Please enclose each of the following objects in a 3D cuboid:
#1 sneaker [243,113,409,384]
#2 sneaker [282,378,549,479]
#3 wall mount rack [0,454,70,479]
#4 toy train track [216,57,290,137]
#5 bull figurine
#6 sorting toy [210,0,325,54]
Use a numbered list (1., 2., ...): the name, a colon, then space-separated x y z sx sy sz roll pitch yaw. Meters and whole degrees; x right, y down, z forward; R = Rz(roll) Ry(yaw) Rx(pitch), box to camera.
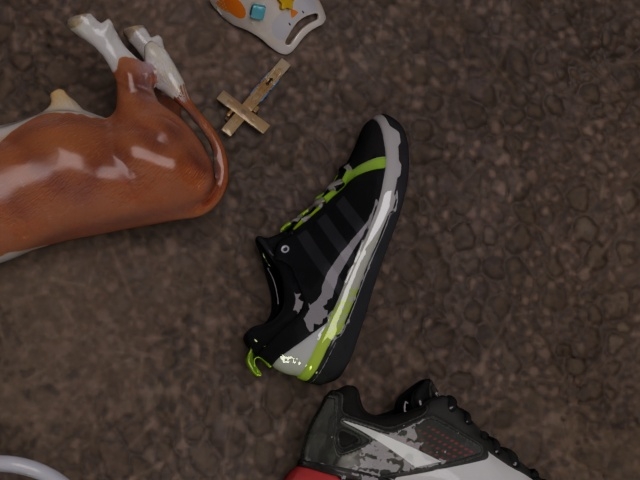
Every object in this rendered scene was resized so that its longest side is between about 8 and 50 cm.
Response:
1. sneaker: 0.000 0.000 1.503 0.097 0.084 0.234 19 77 -8
2. sneaker: 0.110 0.182 1.490 0.276 0.097 0.135 13 80 -9
3. wall mount rack: -0.335 0.226 1.247 0.304 0.130 0.350 38 35 29
4. toy train track: -0.053 -0.115 1.548 0.048 0.014 0.083 38 69 3
5. bull figurine: -0.230 -0.063 1.451 0.310 0.101 0.188 -11 81 -14
6. sorting toy: -0.033 -0.196 1.557 0.083 0.045 0.075 -45 111 -16
